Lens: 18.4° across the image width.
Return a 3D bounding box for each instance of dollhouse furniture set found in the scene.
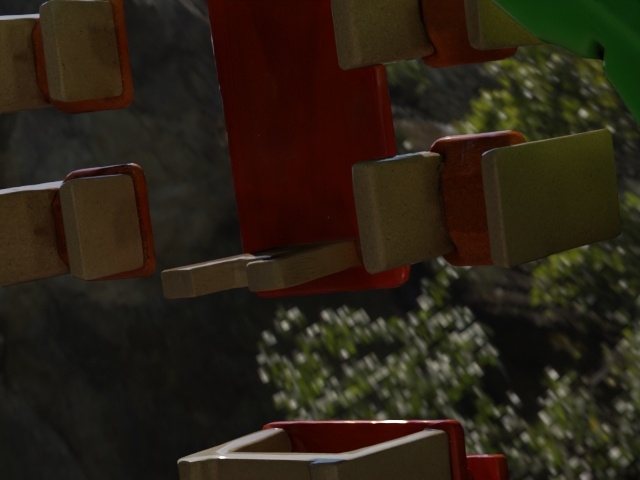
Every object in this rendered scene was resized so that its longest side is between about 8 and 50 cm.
[{"bbox_3d":[0.000,0.000,0.805,0.135,0.262,0.259,-13,-83,-52],"label":"dollhouse furniture set"}]

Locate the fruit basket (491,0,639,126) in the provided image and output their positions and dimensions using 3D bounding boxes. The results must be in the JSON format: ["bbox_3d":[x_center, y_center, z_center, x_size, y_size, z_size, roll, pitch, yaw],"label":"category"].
[{"bbox_3d":[0.156,-0.167,0.565,0.392,0.392,0.283,11,-54,-17],"label":"fruit basket"}]
